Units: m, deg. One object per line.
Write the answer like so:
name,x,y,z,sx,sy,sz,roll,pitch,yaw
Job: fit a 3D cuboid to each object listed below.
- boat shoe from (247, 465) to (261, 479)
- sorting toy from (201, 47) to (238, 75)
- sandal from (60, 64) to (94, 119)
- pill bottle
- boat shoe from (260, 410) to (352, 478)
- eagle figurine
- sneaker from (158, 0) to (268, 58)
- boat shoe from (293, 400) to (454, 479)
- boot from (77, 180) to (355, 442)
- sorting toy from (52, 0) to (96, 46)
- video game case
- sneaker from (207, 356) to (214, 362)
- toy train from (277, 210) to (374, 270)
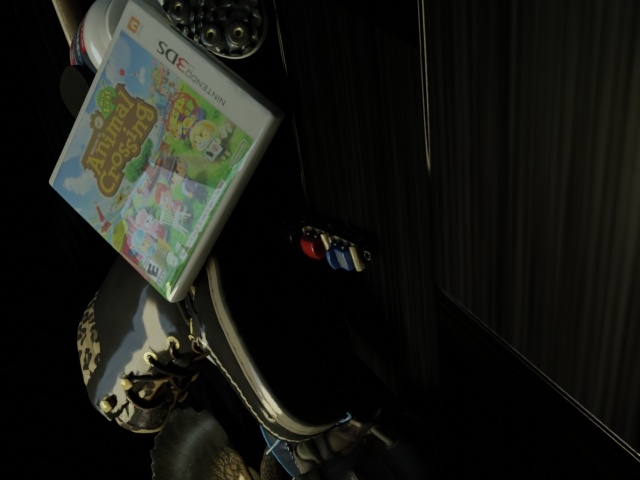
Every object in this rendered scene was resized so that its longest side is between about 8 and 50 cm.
boat shoe,-0.104,0.500,1.556,0.121,0.110,0.341,67,160,-8
sorting toy,-0.105,-0.177,0.834,0.061,0.042,0.102,60,160,11
sandal,-0.224,-0.108,0.907,0.179,0.040,0.067,48,128,17
pill bottle,-0.201,-0.210,0.936,0.107,0.108,0.180,67,159,-9
boat shoe,-0.033,0.172,0.995,0.258,0.109,0.089,63,157,-4
eagle figurine,-0.067,0.361,1.195,0.298,0.225,0.226,31,150,41
sneaker,-0.120,-0.239,0.770,0.237,0.085,0.086,46,-165,23
boat shoe,0.058,0.220,0.799,0.132,0.130,0.355,58,180,2
boot,-0.132,0.106,0.935,0.377,0.138,0.284,56,127,30
sorting toy,-0.304,-0.334,1.074,0.229,0.041,0.307,-114,8,-61
video game case,-0.152,-0.083,0.819,0.193,0.023,0.212,41,115,21
sneaker,-0.095,0.160,1.169,0.235,0.090,0.094,28,149,60
toy train,0.000,0.000,0.801,0.158,0.036,0.027,22,134,61
